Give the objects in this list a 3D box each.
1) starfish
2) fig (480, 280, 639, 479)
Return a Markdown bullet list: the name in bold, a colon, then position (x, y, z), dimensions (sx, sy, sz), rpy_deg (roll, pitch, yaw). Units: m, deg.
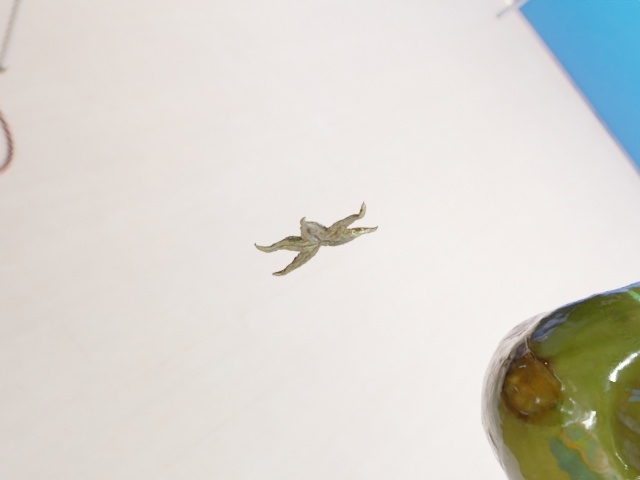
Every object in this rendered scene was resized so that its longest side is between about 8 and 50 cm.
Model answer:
- **starfish**: position (0.000, 0.000, 0.916), dimensions (0.086, 0.092, 0.016), rpy_deg (6, 52, -44)
- **fig**: position (0.154, 0.089, 0.686), dimensions (0.154, 0.144, 0.165), rpy_deg (22, 7, 33)
